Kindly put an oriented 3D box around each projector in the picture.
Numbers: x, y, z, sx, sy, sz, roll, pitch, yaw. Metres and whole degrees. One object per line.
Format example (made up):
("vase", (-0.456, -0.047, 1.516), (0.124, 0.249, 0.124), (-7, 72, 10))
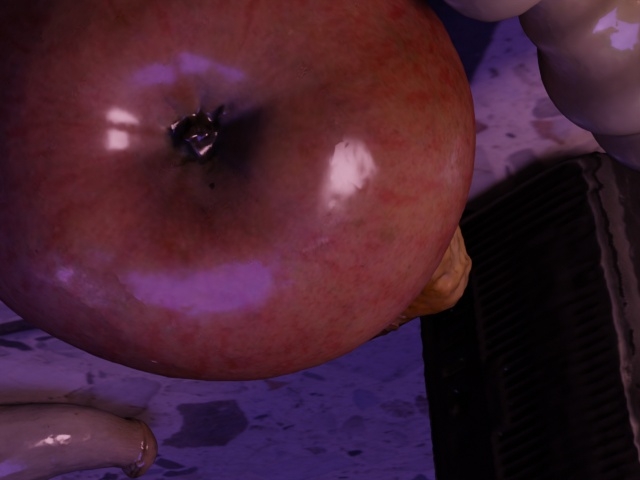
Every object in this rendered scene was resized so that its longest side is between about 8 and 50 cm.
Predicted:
("projector", (0.302, 0.175, 1.356), (0.405, 0.395, 0.242), (25, 138, -35))

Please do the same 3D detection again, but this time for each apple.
("apple", (-0.071, -0.059, 1.035), (0.345, 0.269, 0.345), (1, 109, 2))

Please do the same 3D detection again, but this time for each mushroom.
("mushroom", (-0.299, 0.212, 1.612), (0.270, 0.103, 0.118), (-8, 146, -4))

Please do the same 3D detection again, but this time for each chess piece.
("chess piece", (0.138, -0.190, 1.012), (0.330, 0.182, 0.182), (29, 134, -32))

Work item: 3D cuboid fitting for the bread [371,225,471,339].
("bread", (0.000, 0.000, 1.302), (0.244, 0.134, 0.244), (-3, 149, -2))
